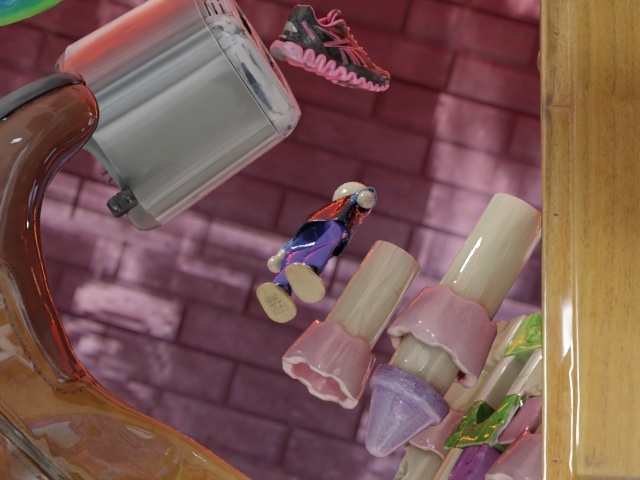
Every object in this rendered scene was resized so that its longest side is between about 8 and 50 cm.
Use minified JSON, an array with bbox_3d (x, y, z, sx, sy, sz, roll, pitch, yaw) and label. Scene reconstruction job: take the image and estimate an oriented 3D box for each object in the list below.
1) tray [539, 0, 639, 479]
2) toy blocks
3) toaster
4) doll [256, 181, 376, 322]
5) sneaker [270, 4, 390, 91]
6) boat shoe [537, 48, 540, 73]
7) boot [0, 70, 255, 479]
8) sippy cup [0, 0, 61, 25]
[{"bbox_3d":[0.206,-0.030,0.900,0.203,0.411,0.076,0,-40,7],"label":"tray"},{"bbox_3d":[0.125,0.169,1.310,0.309,0.260,0.288,36,-18,-11],"label":"toy blocks"},{"bbox_3d":[-0.106,-0.105,1.389,0.129,0.146,0.227,55,5,-20],"label":"toaster"},{"bbox_3d":[0.000,0.000,1.681,0.129,0.189,0.046,-34,-77,35],"label":"doll"},{"bbox_3d":[0.016,-0.160,1.564,0.119,0.057,0.047,20,-6,-38],"label":"sneaker"},{"bbox_3d":[0.294,-0.204,1.420,0.111,0.307,0.104,52,31,7],"label":"boat shoe"},{"bbox_3d":[-0.134,0.072,1.086,0.280,0.264,0.096,37,-18,6],"label":"boot"},{"bbox_3d":[-0.252,-0.296,1.262,0.305,0.224,0.240,-14,-43,-2],"label":"sippy cup"}]
